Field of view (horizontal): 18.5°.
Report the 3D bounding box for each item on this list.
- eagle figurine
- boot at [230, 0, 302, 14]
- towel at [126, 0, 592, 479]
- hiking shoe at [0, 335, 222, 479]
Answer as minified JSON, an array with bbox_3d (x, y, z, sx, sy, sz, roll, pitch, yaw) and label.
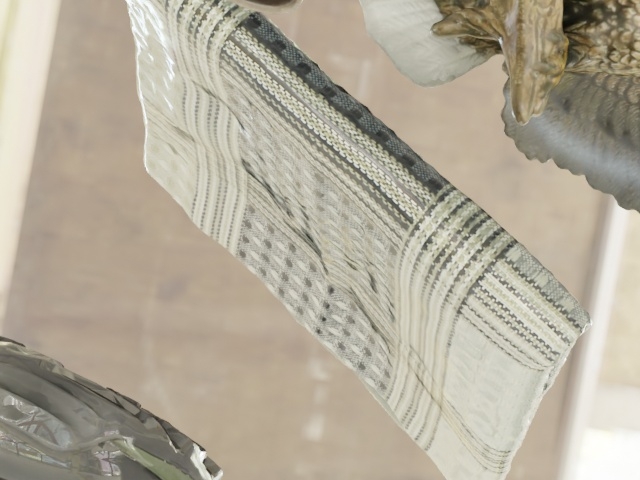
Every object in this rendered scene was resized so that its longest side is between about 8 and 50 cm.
[{"bbox_3d":[0.198,-0.129,1.180,0.226,0.225,0.298,-41,157,31],"label":"eagle figurine"},{"bbox_3d":[-0.026,-0.096,0.395,0.042,0.087,0.118,-2,170,29],"label":"boot"},{"bbox_3d":[0.000,0.000,1.066,0.312,0.056,0.324,43,165,13],"label":"towel"},{"bbox_3d":[-0.091,0.113,0.556,0.086,0.114,0.227,25,150,5],"label":"hiking shoe"}]
